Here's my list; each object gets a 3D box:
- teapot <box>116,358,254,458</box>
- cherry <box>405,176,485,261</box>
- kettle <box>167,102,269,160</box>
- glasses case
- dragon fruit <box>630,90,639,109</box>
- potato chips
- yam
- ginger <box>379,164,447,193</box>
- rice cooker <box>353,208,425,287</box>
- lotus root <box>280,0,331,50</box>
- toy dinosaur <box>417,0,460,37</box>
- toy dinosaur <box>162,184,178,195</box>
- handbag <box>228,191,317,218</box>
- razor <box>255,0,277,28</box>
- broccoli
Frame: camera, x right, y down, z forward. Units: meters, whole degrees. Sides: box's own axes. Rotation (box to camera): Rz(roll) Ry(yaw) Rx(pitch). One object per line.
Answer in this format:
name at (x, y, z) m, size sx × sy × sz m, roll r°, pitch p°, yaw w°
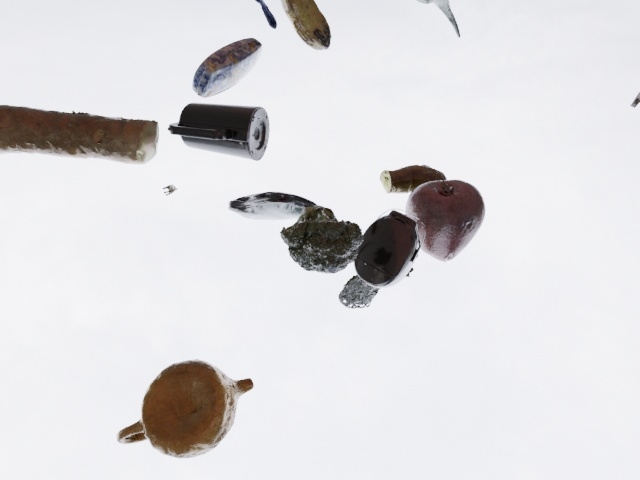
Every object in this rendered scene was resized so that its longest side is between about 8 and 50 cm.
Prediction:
teapot at (-0.300, 0.391, 0.996) m, size 0.311 × 0.167 × 0.204 m, roll -24°, pitch -119°, yaw -9°
cherry at (0.416, -0.075, 1.468) m, size 0.260 × 0.308 × 0.221 m, roll -8°, pitch -158°, yaw -2°
kettle at (-0.384, -0.411, 1.685) m, size 0.307 × 0.203 × 0.262 m, roll 10°, pitch -130°, yaw 13°
glasses case at (-0.207, -0.395, 0.991) m, size 0.065 × 0.087 × 0.248 m, roll 33°, pitch -140°, yaw -3°
dragon fruit at (0.545, -0.250, 0.578) m, size 0.100 × 0.282 × 0.344 m, roll 12°, pitch -132°, yaw -10°
potato chips at (0.153, 0.120, 1.215) m, size 0.219 × 0.202 × 0.029 m, roll -37°, pitch -127°, yaw 10°
yam at (-0.354, -0.136, 0.547) m, size 0.299 × 0.066 × 0.066 m, roll 3°, pitch -125°, yaw -4°
ginger at (0.363, -0.230, 1.674) m, size 0.262 × 0.117 × 0.109 m, roll 0°, pitch -143°, yaw -10°
rice cooker at (0.169, 0.022, 1.073) m, size 0.142 × 0.118 × 0.203 m, roll 33°, pitch -93°, yaw 28°
lotus root at (-0.050, -0.744, 1.446) m, size 0.097 × 0.258 × 0.110 m, roll 12°, pitch -117°, yaw 44°
toy dinosaur at (0.220, -0.487, 0.793) m, size 0.446 × 0.087 × 0.301 m, roll 20°, pitch -158°, yaw -40°
toy dinosaur at (-0.448, -0.152, 1.294) m, size 0.041 × 0.113 × 0.026 m, roll -18°, pitch -87°, yaw -9°
handbag at (-0.177, -0.115, 1.540) m, size 0.191 × 0.332 × 0.075 m, roll 13°, pitch -103°, yaw -44°
razor at (-0.135, -0.544, 1.023) m, size 0.044 × 0.154 × 0.028 m, roll 10°, pitch -89°, yaw 17°
broccoli at (0.000, 0.000, 0.836) m, size 0.161 × 0.146 × 0.138 m, roll -4°, pitch -122°, yaw -17°
